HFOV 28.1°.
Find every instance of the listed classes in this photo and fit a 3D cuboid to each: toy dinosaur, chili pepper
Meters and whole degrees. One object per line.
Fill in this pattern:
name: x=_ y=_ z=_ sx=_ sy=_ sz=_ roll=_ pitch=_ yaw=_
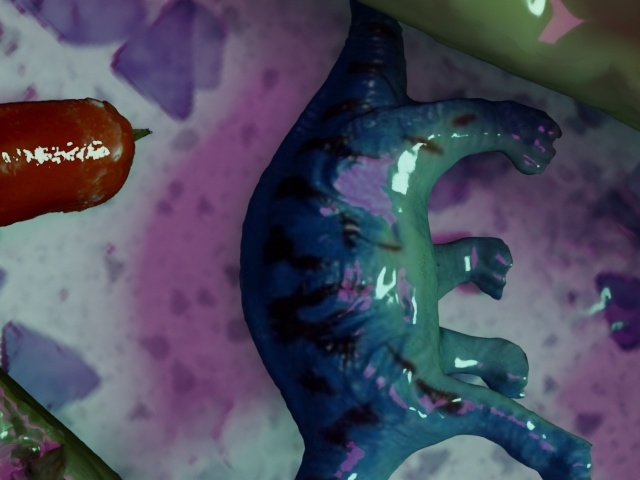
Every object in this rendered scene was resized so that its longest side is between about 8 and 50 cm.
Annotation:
toy dinosaur: x=0.027 y=0.017 z=0.470 sx=0.144 sy=0.076 sz=0.329 roll=13 pitch=73 yaw=-8
chili pepper: x=-0.131 y=-0.021 z=0.445 sx=0.178 sy=0.027 sz=0.045 roll=-11 pitch=129 yaw=-35

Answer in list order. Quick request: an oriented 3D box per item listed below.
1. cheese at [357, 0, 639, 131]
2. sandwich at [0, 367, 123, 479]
cheese: x=0.087 y=-0.121 z=0.411 sx=0.328 sy=0.129 sz=0.351 roll=-7 pitch=113 yaw=23
sandwich: x=-0.136 y=0.084 z=0.444 sx=0.244 sy=0.088 sz=0.090 roll=44 pitch=83 yaw=-4
